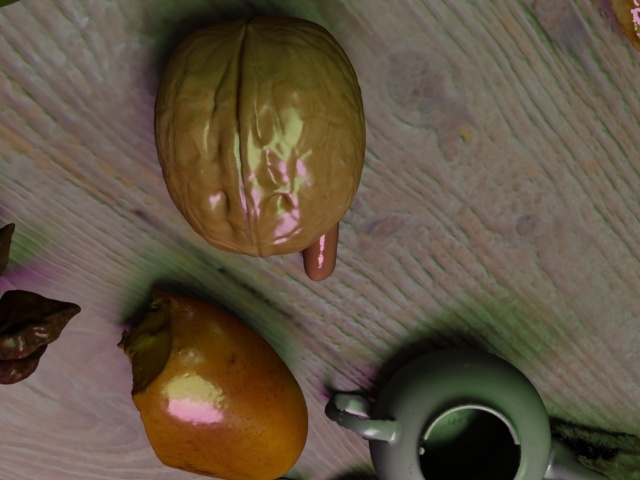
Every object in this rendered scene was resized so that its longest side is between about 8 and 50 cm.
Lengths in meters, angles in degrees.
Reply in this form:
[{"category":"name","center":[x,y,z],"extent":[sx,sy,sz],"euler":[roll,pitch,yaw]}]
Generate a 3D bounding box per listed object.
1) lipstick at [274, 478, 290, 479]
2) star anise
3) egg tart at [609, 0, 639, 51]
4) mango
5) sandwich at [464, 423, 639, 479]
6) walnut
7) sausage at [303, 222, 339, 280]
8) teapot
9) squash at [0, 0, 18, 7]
[{"category":"lipstick","center":[-0.087,0.391,1.180],"extent":[0.070,0.070,0.254],"euler":[14,118,-31]},{"category":"star anise","center":[-0.305,0.072,0.837],"extent":[0.196,0.111,0.212],"euler":[5,116,-34]},{"category":"egg tart","center":[0.380,-0.271,0.866],"extent":[0.288,0.118,0.288],"euler":[-10,123,-16]},{"category":"mango","center":[-0.097,0.157,0.969],"extent":[0.154,0.126,0.252],"euler":[-25,132,11]},{"category":"sandwich","center":[0.294,0.294,1.252],"extent":[0.289,0.099,0.254],"euler":[-22,131,-6]},{"category":"walnut","center":[-0.047,-0.078,0.795],"extent":[0.165,0.165,0.197],"euler":[-8,124,-18]},{"category":"sausage","center":[0.000,0.000,0.951],"extent":[0.034,0.034,0.083],"euler":[-8,127,-18]},{"category":"teapot","center":[0.148,0.211,1.074],"extent":[0.295,0.129,0.193],"euler":[14,93,-3]},{"category":"squash","center":[-0.310,-0.183,0.659],"extent":[0.319,0.071,0.080],"euler":[-2,124,-22]}]
